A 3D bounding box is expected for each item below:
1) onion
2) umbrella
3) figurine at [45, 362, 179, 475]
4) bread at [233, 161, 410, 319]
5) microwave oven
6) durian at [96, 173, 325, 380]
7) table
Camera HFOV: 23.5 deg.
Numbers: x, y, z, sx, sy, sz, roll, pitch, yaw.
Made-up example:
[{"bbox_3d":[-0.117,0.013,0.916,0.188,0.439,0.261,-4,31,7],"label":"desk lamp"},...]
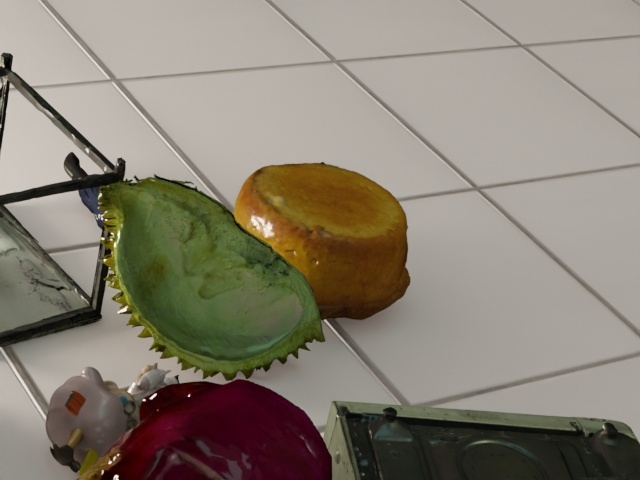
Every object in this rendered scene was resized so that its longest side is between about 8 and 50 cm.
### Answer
[{"bbox_3d":[-0.088,0.367,1.609,0.420,0.398,0.398,31,31,-6],"label":"onion"},{"bbox_3d":[-0.352,-0.064,2.475,0.071,0.071,0.248,-12,36,-36],"label":"umbrella"},{"bbox_3d":[-0.272,0.226,1.989,0.229,0.137,0.112,-14,9,-43],"label":"figurine"},{"bbox_3d":[-0.004,0.001,2.391,0.312,0.172,0.312,11,29,-6],"label":"bread"},{"bbox_3d":[0.204,0.361,1.833,0.394,0.247,0.333,5,31,-14],"label":"microwave oven"},{"bbox_3d":[-0.170,0.060,2.153,0.394,0.198,0.163,47,33,-21],"label":"durian"},{"bbox_3d":[-0.472,-0.061,2.210,0.222,0.272,0.335,-16,42,-38],"label":"table"}]
